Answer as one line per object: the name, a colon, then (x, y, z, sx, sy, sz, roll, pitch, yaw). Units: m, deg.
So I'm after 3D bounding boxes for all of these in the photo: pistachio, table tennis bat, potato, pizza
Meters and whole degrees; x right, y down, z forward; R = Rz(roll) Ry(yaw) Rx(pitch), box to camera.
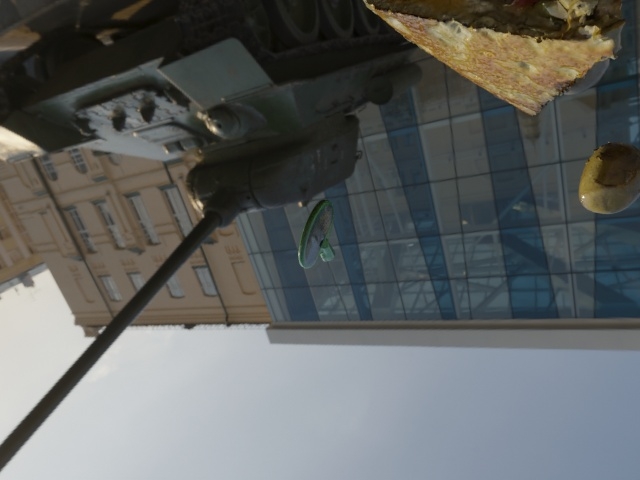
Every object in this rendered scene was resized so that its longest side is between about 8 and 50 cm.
pistachio: (0.582, -0.445, 1.042, 0.138, 0.238, 0.153, 16, -111, 53)
table tennis bat: (0.000, 0.000, 1.044, 0.039, 0.160, 0.257, 20, 167, 15)
potato: (0.674, -0.146, 1.027, 0.137, 0.137, 0.175, 3, -111, 45)
pizza: (0.306, -0.313, 0.678, 0.440, 0.130, 0.406, 20, -168, -24)
